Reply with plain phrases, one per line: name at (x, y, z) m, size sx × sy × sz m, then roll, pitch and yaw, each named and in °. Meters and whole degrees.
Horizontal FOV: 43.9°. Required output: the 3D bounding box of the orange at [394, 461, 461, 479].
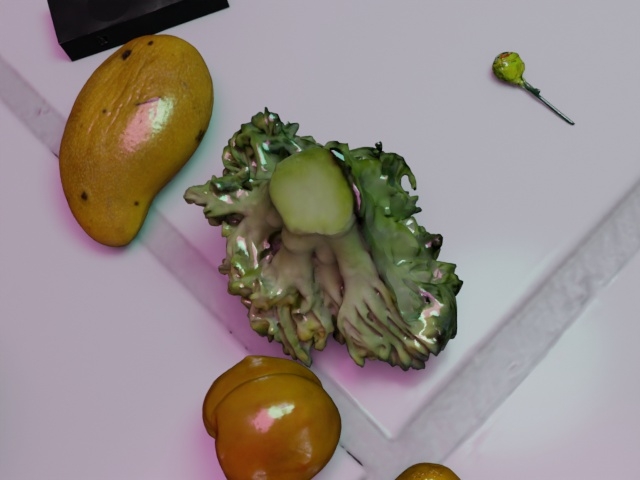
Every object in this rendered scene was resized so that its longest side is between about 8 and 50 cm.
orange at (0.103, 0.258, 0.770) m, size 0.083 × 0.070 × 0.083 m, roll -1°, pitch 59°, yaw 2°

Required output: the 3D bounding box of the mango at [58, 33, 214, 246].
mango at (-0.218, -0.124, 0.919) m, size 0.157 × 0.109 × 0.262 m, roll 18°, pitch 75°, yaw 8°

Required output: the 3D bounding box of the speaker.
speaker at (-0.234, -0.308, 1.020) m, size 0.218 × 0.044 × 0.082 m, roll -19°, pitch 70°, yaw -1°

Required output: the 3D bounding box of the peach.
peach at (-0.047, 0.180, 0.783) m, size 0.138 × 0.138 × 0.138 m, roll -2°, pitch 70°, yaw 5°

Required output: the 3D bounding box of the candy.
candy at (0.252, -0.177, 0.933) m, size 0.035 × 0.035 × 0.123 m, roll -43°, pitch 80°, yaw -6°

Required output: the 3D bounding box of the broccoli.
broccoli at (0.000, 0.000, 0.781) m, size 0.288 × 0.245 × 0.247 m, roll 11°, pitch 81°, yaw 15°
